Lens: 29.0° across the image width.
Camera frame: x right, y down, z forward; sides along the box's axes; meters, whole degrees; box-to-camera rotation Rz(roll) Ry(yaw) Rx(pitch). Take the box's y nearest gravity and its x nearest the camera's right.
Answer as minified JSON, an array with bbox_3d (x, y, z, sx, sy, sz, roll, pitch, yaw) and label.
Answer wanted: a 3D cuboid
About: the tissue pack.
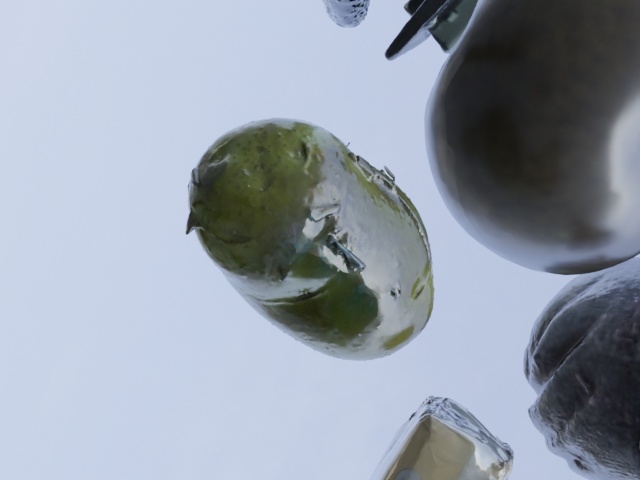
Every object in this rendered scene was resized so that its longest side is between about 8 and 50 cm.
[{"bbox_3d":[0.058,0.227,0.919,0.090,0.186,0.222,29,-88,7],"label":"tissue pack"}]

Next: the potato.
[{"bbox_3d":[0.000,0.000,1.062,0.169,0.248,0.143,-40,-158,9],"label":"potato"}]

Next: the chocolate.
[{"bbox_3d":[0.343,0.148,1.435,0.213,0.303,0.303,5,-89,38],"label":"chocolate"}]

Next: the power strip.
[{"bbox_3d":[0.201,-0.309,1.506,0.092,0.251,0.257,47,-69,6],"label":"power strip"}]

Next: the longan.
[{"bbox_3d":[0.246,-0.131,1.226,0.288,0.288,0.350,45,-50,40],"label":"longan"}]

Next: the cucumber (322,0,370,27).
[{"bbox_3d":[0.024,-0.235,1.093,0.058,0.214,0.052,-44,-96,-8],"label":"cucumber"}]
